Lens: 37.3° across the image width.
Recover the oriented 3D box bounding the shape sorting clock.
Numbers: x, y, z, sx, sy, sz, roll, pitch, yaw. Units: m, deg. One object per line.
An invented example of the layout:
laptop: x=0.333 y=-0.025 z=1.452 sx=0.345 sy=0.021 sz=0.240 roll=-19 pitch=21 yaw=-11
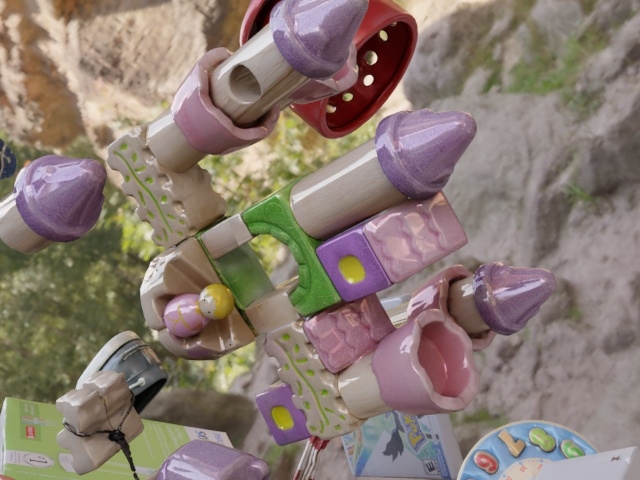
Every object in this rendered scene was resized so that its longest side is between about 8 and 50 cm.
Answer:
shape sorting clock: x=0.271 y=0.327 z=1.185 sx=0.206 sy=0.206 sz=0.040 roll=-61 pitch=-12 yaw=-16

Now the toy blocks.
toy blocks: x=0.000 y=0.000 z=0.590 sx=0.260 sy=0.289 sz=0.309 roll=-26 pitch=6 yaw=42

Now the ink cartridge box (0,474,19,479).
ink cartridge box: x=-0.184 y=0.308 z=0.751 sx=0.100 sy=0.237 sz=0.172 roll=11 pitch=72 yaw=50

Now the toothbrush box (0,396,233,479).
toothbrush box: x=-0.232 y=0.290 z=1.085 sx=0.206 sy=0.283 sz=0.122 roll=-147 pitch=71 yaw=-68

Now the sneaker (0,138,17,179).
sneaker: x=-0.393 y=-0.101 z=1.015 sx=0.058 sy=0.135 sz=0.052 roll=9 pitch=81 yaw=67

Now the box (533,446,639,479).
box: x=0.222 y=0.266 z=0.710 sx=0.091 sy=0.171 sz=0.130 roll=-26 pitch=10 yaw=44

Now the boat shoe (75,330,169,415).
boat shoe: x=-0.333 y=0.286 z=1.376 sx=0.320 sy=0.099 sz=0.116 roll=-56 pitch=-18 yaw=5

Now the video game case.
video game case: x=0.109 y=0.276 z=1.741 sx=0.036 sy=0.329 sz=0.300 roll=-18 pitch=0 yaw=-37

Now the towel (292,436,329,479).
towel: x=-0.033 y=0.406 z=1.511 sx=0.237 sy=0.037 sz=0.329 roll=104 pitch=-173 yaw=-57

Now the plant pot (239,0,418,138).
plant pot: x=0.004 y=-0.254 z=1.236 sx=0.191 sy=0.174 sz=0.191 roll=-42 pitch=-23 yaw=-23
